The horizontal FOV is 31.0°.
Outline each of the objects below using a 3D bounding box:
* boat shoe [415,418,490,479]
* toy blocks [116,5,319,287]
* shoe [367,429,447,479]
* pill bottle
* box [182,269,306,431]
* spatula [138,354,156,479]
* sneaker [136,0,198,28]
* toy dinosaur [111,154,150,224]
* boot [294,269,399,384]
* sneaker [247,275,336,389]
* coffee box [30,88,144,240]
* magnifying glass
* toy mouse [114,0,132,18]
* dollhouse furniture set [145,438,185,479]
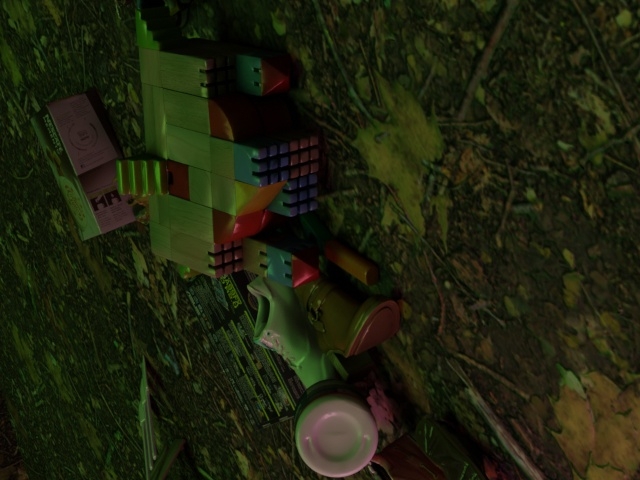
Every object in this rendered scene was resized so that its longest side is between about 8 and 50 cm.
[{"bbox_3d":[0.176,0.272,1.398,0.152,0.049,0.056,53,132,32],"label":"boat shoe"},{"bbox_3d":[-0.112,-0.100,1.487,0.261,0.190,0.382,18,116,44],"label":"toy blocks"},{"bbox_3d":[0.138,0.322,1.470,0.178,0.081,0.063,44,146,37],"label":"shoe"},{"bbox_3d":[0.018,0.244,1.546,0.180,0.108,0.108,-125,12,-86],"label":"pill bottle"},{"bbox_3d":[-0.106,0.155,1.800,0.270,0.060,0.216,63,152,5],"label":"box"},{"bbox_3d":[-0.357,0.382,2.389,0.168,0.019,0.242,107,156,-46],"label":"spatula"},{"bbox_3d":[-0.223,-0.327,1.589,0.070,0.084,0.185,64,153,2],"label":"sneaker"},{"bbox_3d":[-0.291,-0.087,1.954,0.112,0.064,0.211,46,161,0],"label":"toy dinosaur"},{"bbox_3d":[0.024,0.085,1.499,0.152,0.073,0.197,58,150,23],"label":"boot"},{"bbox_3d":[-0.048,0.140,1.646,0.080,0.094,0.212,1,112,59],"label":"sneaker"},{"bbox_3d":[-0.422,-0.134,2.089,0.141,0.098,0.247,-11,102,62],"label":"coffee box"},{"bbox_3d":[0.000,0.000,1.526,0.231,0.026,0.092,36,141,47],"label":"magnifying glass"},{"bbox_3d":[-0.298,-0.406,1.720,0.143,0.031,0.161,25,133,52],"label":"toy mouse"},{"bbox_3d":[-0.282,0.511,2.444,0.151,0.123,0.144,34,158,-16],"label":"dollhouse furniture set"}]
